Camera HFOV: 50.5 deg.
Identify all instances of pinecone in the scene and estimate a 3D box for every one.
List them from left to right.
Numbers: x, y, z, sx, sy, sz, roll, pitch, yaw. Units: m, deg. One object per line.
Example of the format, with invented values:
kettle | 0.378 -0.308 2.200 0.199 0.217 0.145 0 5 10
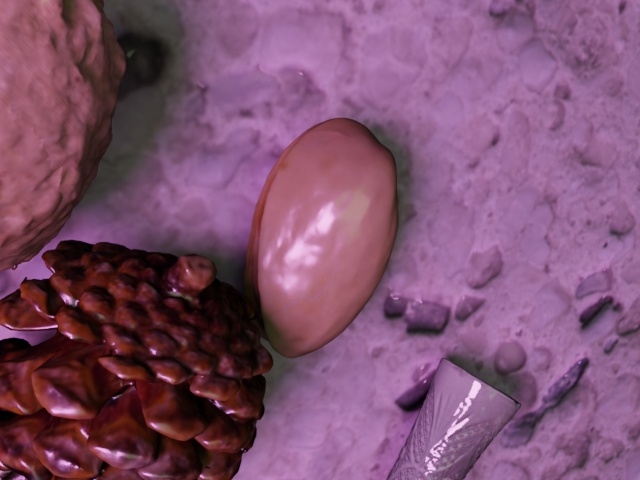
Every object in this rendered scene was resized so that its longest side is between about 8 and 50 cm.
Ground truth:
pinecone | -0.154 0.119 0.535 0.224 0.224 0.273 18 114 -23

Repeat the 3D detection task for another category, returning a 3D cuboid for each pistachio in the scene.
pistachio | 0.000 0.000 0.624 0.135 0.136 0.226 16 99 -23

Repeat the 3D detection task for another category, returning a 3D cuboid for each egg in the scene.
egg | -0.276 -0.088 0.430 0.310 0.279 0.279 -31 107 0

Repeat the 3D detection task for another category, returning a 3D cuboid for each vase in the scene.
vase | 0.116 0.242 0.722 0.096 0.096 0.219 32 87 -22
